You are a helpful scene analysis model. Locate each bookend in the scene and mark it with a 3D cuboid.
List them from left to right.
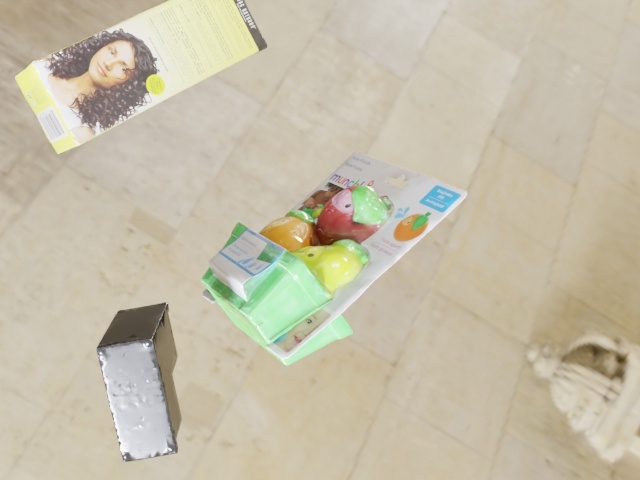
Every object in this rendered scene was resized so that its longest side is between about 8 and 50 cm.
[{"bbox_3d":[-0.228,0.180,1.356,0.157,0.072,0.156,-94,174,-76],"label":"bookend"}]

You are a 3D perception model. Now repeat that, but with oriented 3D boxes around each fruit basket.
[{"bbox_3d":[0.000,0.000,1.542,0.353,0.165,0.327,-47,-149,-8],"label":"fruit basket"}]

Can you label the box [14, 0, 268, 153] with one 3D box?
[{"bbox_3d":[-0.165,-0.171,0.987,0.232,0.087,0.058,-36,-166,-32],"label":"box"}]
